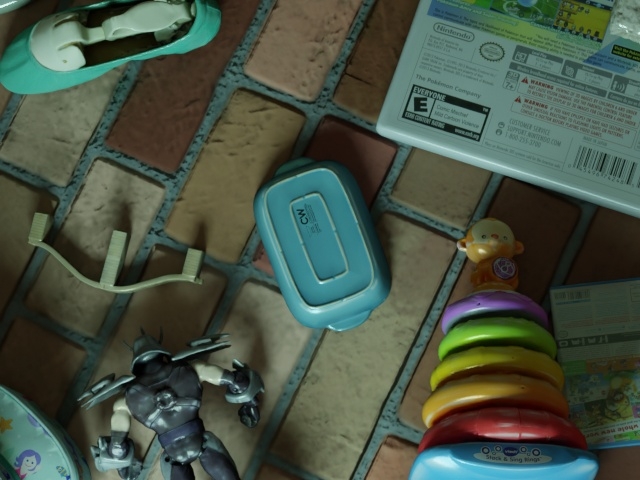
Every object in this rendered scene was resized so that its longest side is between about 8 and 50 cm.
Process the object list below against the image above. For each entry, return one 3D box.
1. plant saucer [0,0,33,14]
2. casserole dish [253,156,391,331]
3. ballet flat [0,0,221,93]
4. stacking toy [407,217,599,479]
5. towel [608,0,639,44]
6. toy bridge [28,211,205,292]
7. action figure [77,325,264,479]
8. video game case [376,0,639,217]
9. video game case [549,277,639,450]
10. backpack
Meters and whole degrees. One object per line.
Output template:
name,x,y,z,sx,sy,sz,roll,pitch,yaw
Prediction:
plant saucer,-0.399,-0.438,2.029,0.400,0.100,0.401,-1,79,6
casserole dish,0.000,0.000,1.939,0.114,0.037,0.188,-20,77,1
ballet flat,-0.226,-0.218,1.975,0.247,0.087,0.083,-15,78,3
stacking toy,0.174,0.112,1.860,0.175,0.166,0.302,3,64,-3
towel,0.438,-0.251,1.902,0.282,0.049,0.187,17,81,-9
toy bridge,-0.211,0.021,1.959,0.188,0.026,0.063,14,83,8
action figure,-0.129,0.213,1.884,0.185,0.099,0.285,-27,74,7
video game case,0.259,-0.200,1.953,0.329,0.036,0.300,18,81,9
video game case,0.297,0.123,1.898,0.119,0.015,0.166,-6,78,4
backpack,-0.357,0.258,1.854,0.225,0.191,0.253,44,81,12
